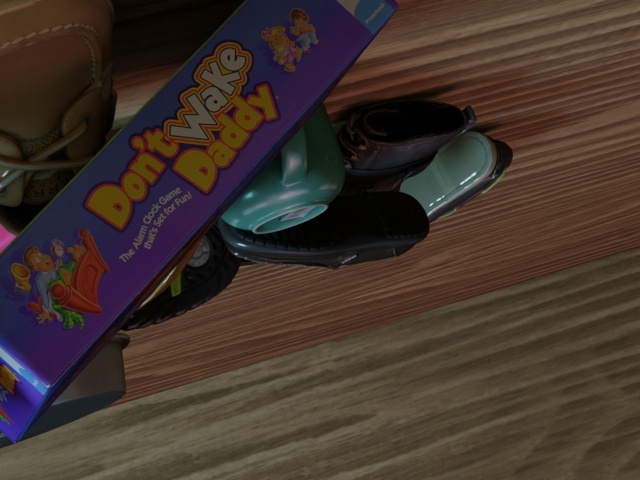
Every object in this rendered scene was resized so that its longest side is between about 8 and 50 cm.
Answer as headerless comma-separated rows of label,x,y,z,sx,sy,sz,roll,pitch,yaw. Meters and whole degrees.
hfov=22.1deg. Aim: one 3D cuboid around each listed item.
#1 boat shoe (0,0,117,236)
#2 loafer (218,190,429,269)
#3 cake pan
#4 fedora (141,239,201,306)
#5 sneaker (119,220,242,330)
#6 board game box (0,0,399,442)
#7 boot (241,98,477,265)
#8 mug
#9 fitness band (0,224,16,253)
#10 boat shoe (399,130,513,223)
boat shoe,-0.185,-0.082,1.084,0.122,0.110,0.341,-17,171,-11
loafer,0.000,0.000,1.619,0.220,0.080,0.078,2,145,-23
cake pan,-0.313,0.161,1.557,0.293,0.054,0.293,-19,171,-3
fedora,-0.156,-0.033,1.397,0.079,0.194,0.194,27,148,-24
sneaker,-0.266,0.029,1.606,0.385,0.145,0.147,-14,-170,-15
board game box,-0.110,-0.031,1.121,0.347,0.078,0.233,-49,-178,-22
boot,0.006,-0.072,1.667,0.263,0.091,0.229,-14,162,-24
mug,-0.047,-0.065,1.500,0.129,0.097,0.158,-22,171,18
fitness band,-0.330,-0.017,1.360,0.209,0.054,0.291,-12,167,-35
boat shoe,0.126,-0.057,1.941,0.228,0.081,0.069,-28,164,32
